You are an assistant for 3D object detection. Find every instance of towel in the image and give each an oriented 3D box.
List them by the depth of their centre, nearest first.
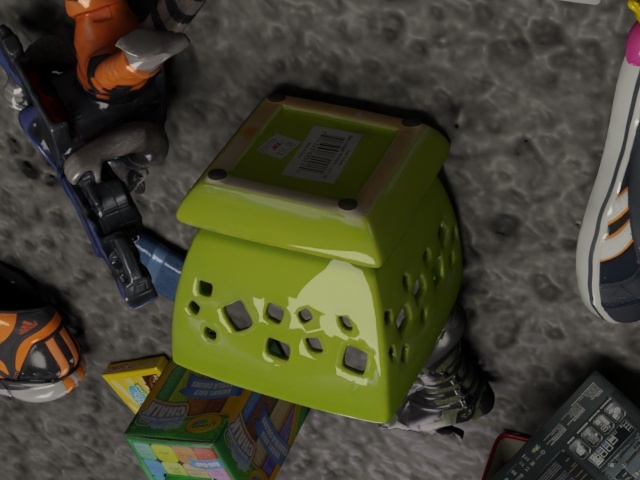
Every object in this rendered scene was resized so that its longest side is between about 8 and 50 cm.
[{"bbox_3d":[-0.179,0.029,1.581,0.119,0.029,0.067,31,140,-1],"label":"towel"}]

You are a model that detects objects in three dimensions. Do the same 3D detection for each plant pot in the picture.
[{"bbox_3d":[0.000,0.000,1.303,0.227,0.228,0.207,13,130,18],"label":"plant pot"}]

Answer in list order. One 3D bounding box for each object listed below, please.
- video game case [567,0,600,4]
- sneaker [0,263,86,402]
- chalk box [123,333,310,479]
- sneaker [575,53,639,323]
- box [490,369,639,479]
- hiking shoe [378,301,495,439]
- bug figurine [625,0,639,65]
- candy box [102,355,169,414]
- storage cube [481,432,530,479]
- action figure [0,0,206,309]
[{"bbox_3d":[0.131,-0.268,1.060,0.201,0.023,0.183,8,137,2],"label":"video game case"},{"bbox_3d":[-0.458,0.103,1.768,0.321,0.125,0.180,-3,127,18],"label":"sneaker"},{"bbox_3d":[-0.126,0.226,1.610,0.132,0.213,0.132,-1,132,31],"label":"chalk box"},{"bbox_3d":[0.297,-0.030,1.146,0.127,0.126,0.321,36,146,31],"label":"sneaker"},{"bbox_3d":[0.264,0.274,1.394,0.183,0.233,0.059,43,180,18],"label":"box"},{"bbox_3d":[0.135,0.135,1.482,0.114,0.086,0.227,14,145,-2],"label":"hiking shoe"},{"bbox_3d":[0.329,-0.150,0.982,0.279,0.216,0.072,50,179,-14],"label":"bug figurine"},{"bbox_3d":[-0.181,0.230,1.792,0.105,0.027,0.206,-11,126,41],"label":"candy box"},{"bbox_3d":[0.260,0.357,1.546,0.215,0.184,0.193,12,138,19],"label":"storage cube"},{"bbox_3d":[-0.170,-0.121,1.293,0.341,0.178,0.330,61,153,20],"label":"action figure"}]
